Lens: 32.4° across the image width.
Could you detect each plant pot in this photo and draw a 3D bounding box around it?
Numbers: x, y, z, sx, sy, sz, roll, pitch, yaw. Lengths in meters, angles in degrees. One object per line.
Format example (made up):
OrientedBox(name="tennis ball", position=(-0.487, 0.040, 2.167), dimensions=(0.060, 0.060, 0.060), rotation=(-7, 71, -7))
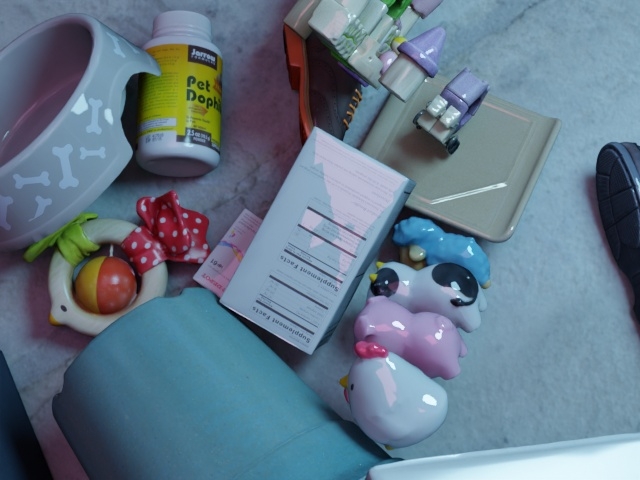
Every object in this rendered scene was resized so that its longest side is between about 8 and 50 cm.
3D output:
OrientedBox(name="plant pot", position=(-0.127, 0.258, 1.320), dimensions=(0.341, 0.341, 0.334), rotation=(-41, 67, -5))

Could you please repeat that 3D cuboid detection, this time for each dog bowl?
OrientedBox(name="dog bowl", position=(-0.375, -0.154, 1.450), dimensions=(0.348, 0.102, 0.349), rotation=(-23, 43, 23))

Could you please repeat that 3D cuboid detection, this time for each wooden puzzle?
OrientedBox(name="wooden puzzle", position=(0.179, -0.116, 1.487), dimensions=(0.238, 0.044, 0.221), rotation=(21, 60, 15))

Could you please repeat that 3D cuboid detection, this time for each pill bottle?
OrientedBox(name="pill bottle", position=(-0.195, -0.204, 1.532), dimensions=(0.117, 0.117, 0.215), rotation=(-2, 76, 6))

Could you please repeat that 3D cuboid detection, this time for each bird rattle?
OrientedBox(name="bird rattle", position=(-0.279, 0.031, 1.506), dimensions=(0.253, 0.143, 0.207), rotation=(6, 88, -6))

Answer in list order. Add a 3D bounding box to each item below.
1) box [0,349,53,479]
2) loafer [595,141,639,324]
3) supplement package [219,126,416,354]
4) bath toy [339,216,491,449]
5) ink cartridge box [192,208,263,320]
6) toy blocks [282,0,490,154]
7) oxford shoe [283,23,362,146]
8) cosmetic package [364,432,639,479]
OrientedBox(name="box", position=(-0.564, 0.334, 1.389), dimensions=(0.395, 0.212, 0.294), rotation=(-26, 74, 0))
OrientedBox(name="loafer", position=(0.443, 0.012, 1.431), dimensions=(0.095, 0.109, 0.303), rotation=(-12, 81, -17))
OrientedBox(name="supplement package", position=(0.000, 0.000, 1.376), dimensions=(0.134, 0.139, 0.244), rotation=(30, 95, 7))
OrientedBox(name="bath toy", position=(0.102, 0.102, 1.324), dimensions=(0.151, 0.348, 0.129), rotation=(-23, 111, 29))
OrientedBox(name="ink cartridge box", position=(-0.101, 0.034, 1.497), dimensions=(0.088, 0.052, 0.122), rotation=(34, 83, 12))
OrientedBox(name="toy blocks", position=(0.113, -0.318, 1.358), dimensions=(0.309, 0.288, 0.260), rotation=(40, 93, 12))
OrientedBox(name="oxford shoe", position=(0.015, -0.184, 1.519), dimensions=(0.098, 0.097, 0.271), rotation=(-9, 76, -4))
OrientedBox(name="cosmetic package", position=(0.220, 0.452, 1.146), dimensions=(0.327, 0.329, 0.394), rotation=(-6, 60, -10))
